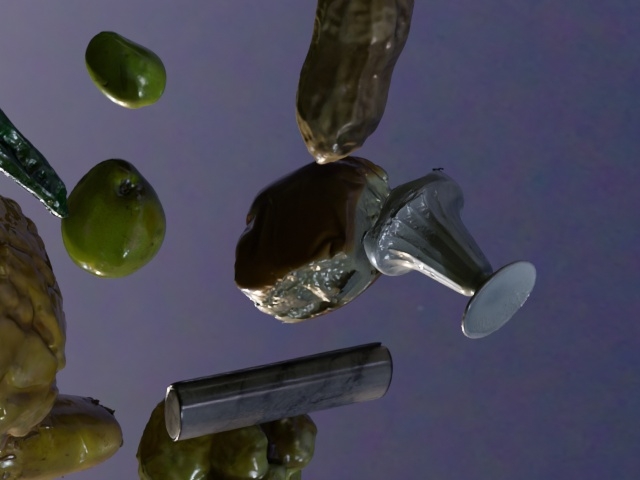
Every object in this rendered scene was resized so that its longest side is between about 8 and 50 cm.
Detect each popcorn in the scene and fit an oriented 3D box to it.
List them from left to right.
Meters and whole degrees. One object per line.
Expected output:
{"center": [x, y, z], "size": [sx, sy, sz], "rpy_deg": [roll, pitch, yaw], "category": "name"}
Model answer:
{"center": [-0.488, 0.077, 1.806], "size": [0.354, 0.390, 0.344], "rpy_deg": [-57, 169, -35], "category": "popcorn"}
{"center": [-0.138, 0.313, 2.112], "size": [0.276, 0.276, 0.225], "rpy_deg": [-41, -149, 46], "category": "popcorn"}

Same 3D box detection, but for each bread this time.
{"center": [0.000, 0.000, 2.406], "size": [0.250, 0.225, 0.279], "rpy_deg": [-16, -141, 30], "category": "bread"}

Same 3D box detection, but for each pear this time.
{"center": [-0.358, -0.040, 2.494], "size": [0.219, 0.187, 0.187], "rpy_deg": [-63, -146, 34], "category": "pear"}

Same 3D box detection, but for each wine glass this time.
{"center": [0.174, 0.022, 1.907], "size": [0.196, 0.165, 0.165], "rpy_deg": [45, -60, 35], "category": "wine glass"}

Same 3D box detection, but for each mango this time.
{"center": [-0.359, -0.309, 2.617], "size": [0.117, 0.163, 0.089], "rpy_deg": [-56, -158, 17], "category": "mango"}

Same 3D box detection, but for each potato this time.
{"center": [-0.435, 0.297, 2.175], "size": [0.173, 0.300, 0.140], "rpy_deg": [15, -82, 33], "category": "potato"}

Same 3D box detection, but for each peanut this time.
{"center": [0.048, -0.265, 2.037], "size": [0.153, 0.140, 0.325], "rpy_deg": [17, -86, 65], "category": "peanut"}

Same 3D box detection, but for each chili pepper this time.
{"center": [-0.452, -0.113, 2.121], "size": [0.088, 0.227, 0.059], "rpy_deg": [-32, -153, 17], "category": "chili pepper"}

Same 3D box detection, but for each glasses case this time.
{"center": [-0.056, 0.204, 1.912], "size": [0.114, 0.299, 0.060], "rpy_deg": [109, -34, -53], "category": "glasses case"}
